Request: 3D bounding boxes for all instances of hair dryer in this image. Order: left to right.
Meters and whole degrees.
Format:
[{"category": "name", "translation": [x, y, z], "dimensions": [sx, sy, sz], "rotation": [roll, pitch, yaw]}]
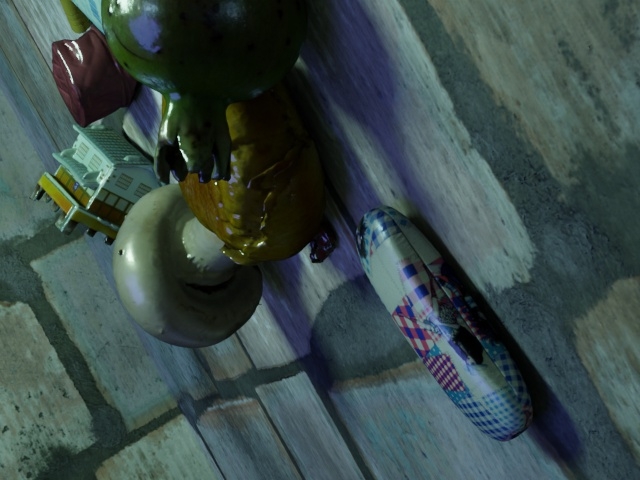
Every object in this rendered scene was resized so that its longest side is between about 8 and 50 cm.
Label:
[{"category": "hair dryer", "translation": [-0.488, -0.503, 2.118], "dimensions": [0.135, 0.090, 0.278], "rotation": [44, 160, 35]}]

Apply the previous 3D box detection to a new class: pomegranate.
[{"category": "pomegranate", "translation": [-0.124, -0.228, 1.336], "dimensions": [0.242, 0.242, 0.306], "rotation": [-3, 107, 68]}]

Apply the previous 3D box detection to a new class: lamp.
[{"category": "lamp", "translation": [0.000, 0.000, 1.660], "dimensions": [0.063, 0.031, 0.083], "rotation": [61, 156, -1]}]

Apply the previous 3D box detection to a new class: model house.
[{"category": "model house", "translation": [-0.452, -0.110, 2.338], "dimensions": [0.198, 0.215, 0.224], "rotation": [27, -172, -41]}]

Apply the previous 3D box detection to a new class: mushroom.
[{"category": "mushroom", "translation": [-0.190, 0.031, 1.897], "dimensions": [0.290, 0.292, 0.292], "rotation": [-22, 97, 41]}]

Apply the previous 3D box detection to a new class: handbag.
[{"category": "handbag", "translation": [-0.431, -0.318, 2.136], "dimensions": [0.146, 0.135, 0.225], "rotation": [59, 164, 6]}]

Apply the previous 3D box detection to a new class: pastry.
[{"category": "pastry", "translation": [-0.117, -0.127, 1.579], "dimensions": [0.356, 0.164, 0.356], "rotation": [56, 164, 26]}]

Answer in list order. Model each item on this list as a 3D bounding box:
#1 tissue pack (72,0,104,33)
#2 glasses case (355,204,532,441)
[{"category": "tissue pack", "translation": [-0.378, -0.455, 1.889], "dimensions": [0.263, 0.089, 0.177], "rotation": [47, 154, 41]}, {"category": "glasses case", "translation": [0.147, 0.100, 1.367], "dimensions": [0.327, 0.076, 0.125], "rotation": [56, 161, 17]}]
